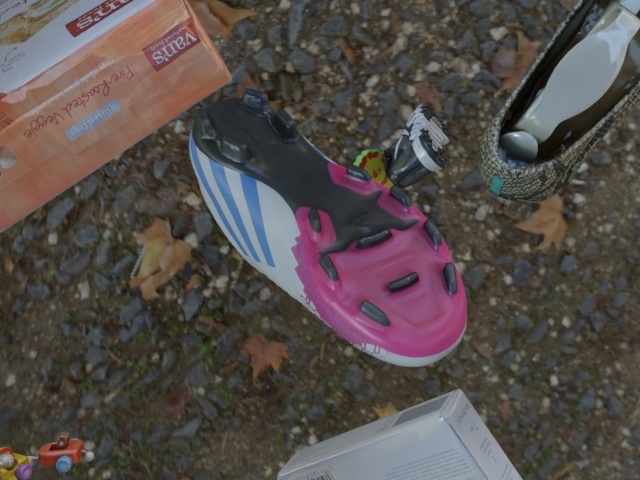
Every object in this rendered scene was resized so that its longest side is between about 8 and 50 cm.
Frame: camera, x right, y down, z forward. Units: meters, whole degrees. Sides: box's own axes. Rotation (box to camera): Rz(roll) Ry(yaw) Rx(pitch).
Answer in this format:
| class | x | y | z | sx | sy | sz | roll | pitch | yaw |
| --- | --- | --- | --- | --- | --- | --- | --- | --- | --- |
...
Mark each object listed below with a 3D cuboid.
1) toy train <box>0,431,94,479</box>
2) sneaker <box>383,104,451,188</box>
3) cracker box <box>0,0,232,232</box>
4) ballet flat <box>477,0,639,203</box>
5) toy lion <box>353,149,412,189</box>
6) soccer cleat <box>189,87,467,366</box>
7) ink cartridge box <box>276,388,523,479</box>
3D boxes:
| class | x | y | z | sx | sy | sz | roll | pitch | yaw |
| --- | --- | --- | --- | --- | --- | --- | --- | --- | --- |
| toy train | -0.354 | 0.276 | 0.906 | 0.125 | 0.166 | 0.046 | -4 | 103 | 1 |
| sneaker | 0.146 | -0.147 | 1.187 | 0.106 | 0.234 | 0.078 | -37 | 104 | 24 |
| cracker box | -0.170 | -0.118 | 0.483 | 0.156 | 0.232 | 0.067 | -35 | 128 | -7 |
| ballet flat | 0.361 | -0.248 | 0.884 | 0.164 | 0.182 | 0.483 | 39 | 95 | 13 |
| toy lion | 0.096 | -0.107 | 1.218 | 0.100 | 0.034 | 0.096 | -36 | 114 | -30 |
| soccer cleat | 0.000 | 0.000 | 0.641 | 0.116 | 0.331 | 0.143 | -27 | 143 | -22 |
| ink cartridge box | 0.121 | 0.350 | 0.936 | 0.261 | 0.296 | 0.066 | 57 | 38 | -2 |
